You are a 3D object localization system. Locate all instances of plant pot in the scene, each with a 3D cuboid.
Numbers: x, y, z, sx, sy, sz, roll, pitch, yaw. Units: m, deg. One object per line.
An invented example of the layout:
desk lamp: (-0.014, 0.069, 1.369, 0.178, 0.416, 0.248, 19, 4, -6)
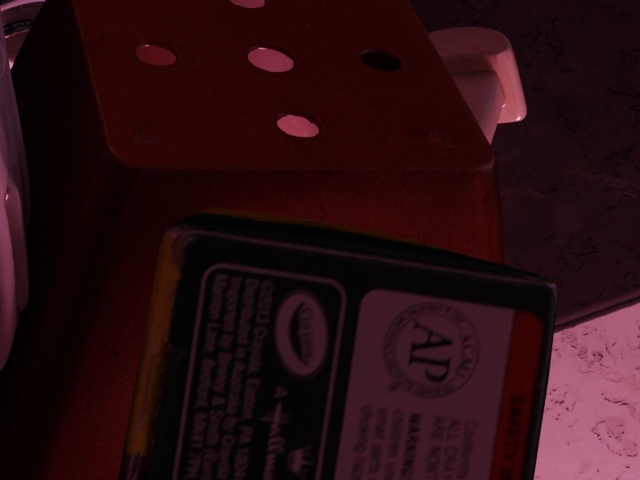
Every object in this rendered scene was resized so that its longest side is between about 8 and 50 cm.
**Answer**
plant pot: (-0.043, 0.002, 0.811, 0.267, 0.267, 0.235, -111, -152, -48)

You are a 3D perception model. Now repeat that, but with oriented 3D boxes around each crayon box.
crayon box: (-0.021, 0.175, 0.521, 0.313, 0.106, 0.362, -128, -134, -88)

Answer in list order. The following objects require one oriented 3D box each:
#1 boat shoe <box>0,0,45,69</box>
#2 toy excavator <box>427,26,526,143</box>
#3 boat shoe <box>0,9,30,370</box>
boat shoe: (-0.210, -0.112, 1.127, 0.335, 0.121, 0.119, 98, -32, -82)
toy excavator: (0.000, 0.000, 1.333, 0.433, 0.445, 0.222, -108, 180, -58)
boat shoe: (-0.181, -0.058, 0.573, 0.367, 0.136, 0.156, 88, -11, -50)
